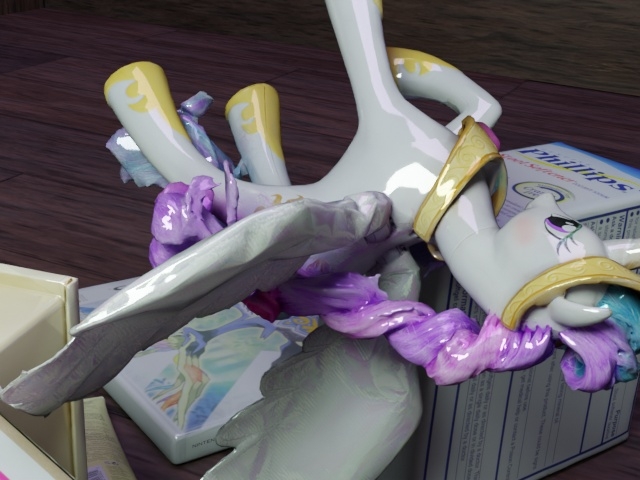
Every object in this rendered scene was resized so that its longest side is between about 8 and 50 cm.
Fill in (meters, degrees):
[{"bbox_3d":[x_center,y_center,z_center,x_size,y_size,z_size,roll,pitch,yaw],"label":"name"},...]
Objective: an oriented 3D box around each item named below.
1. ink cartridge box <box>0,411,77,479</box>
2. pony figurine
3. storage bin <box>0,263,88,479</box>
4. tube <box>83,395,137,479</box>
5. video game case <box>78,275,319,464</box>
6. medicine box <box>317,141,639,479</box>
[{"bbox_3d":[-0.160,0.206,0.478,0.235,0.193,0.088,39,31,9],"label":"ink cartridge box"},{"bbox_3d":[0.000,0.000,0.605,0.351,0.303,0.363,-33,53,-1],"label":"pony figurine"},{"bbox_3d":[-0.295,0.144,0.634,0.260,0.262,0.123,10,25,15],"label":"storage bin"},{"bbox_3d":[-0.197,0.186,0.824,0.070,0.062,0.240,42,-5,-31],"label":"tube"},{"bbox_3d":[-0.099,0.104,1.060,0.300,0.036,0.329,-12,27,-33],"label":"video game case"},{"bbox_3d":[0.153,0.072,0.873,0.289,0.263,0.149,-12,28,-35],"label":"medicine box"}]
